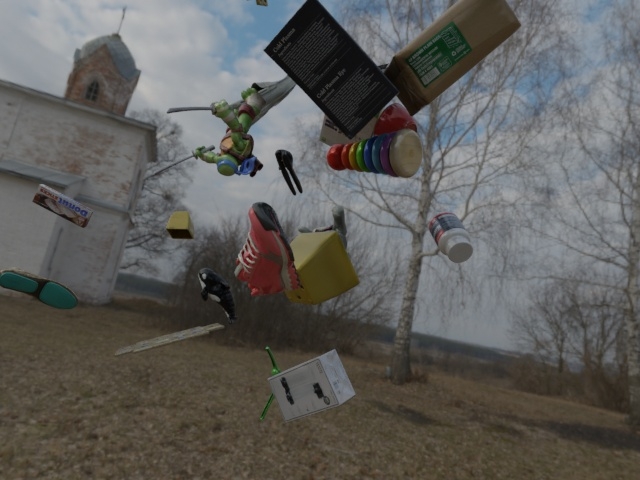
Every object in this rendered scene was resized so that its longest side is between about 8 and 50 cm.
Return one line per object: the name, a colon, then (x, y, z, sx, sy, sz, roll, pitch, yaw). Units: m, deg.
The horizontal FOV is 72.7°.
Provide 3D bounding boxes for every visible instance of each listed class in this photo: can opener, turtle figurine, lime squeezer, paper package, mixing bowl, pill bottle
can opener: (-0.110, -0.233, 1.504, 0.059, 0.073, 0.186, -8, -49, 12)
turtle figurine: (-0.263, -0.291, 1.111, 0.275, 0.266, 0.197, 10, -45, 7)
lime squeezer: (-0.207, 0.598, 1.869, 0.110, 0.310, 0.059, 2, 6, -35)
paper package: (0.364, -0.546, 1.274, 0.168, 0.325, 0.309, 51, 7, -6)
mixing bowl: (0.293, -0.408, 1.620, 0.098, 0.181, 0.181, 35, 6, 36)
pill bottle: (0.434, -0.010, 1.443, 0.108, 0.108, 0.180, 14, 30, -13)

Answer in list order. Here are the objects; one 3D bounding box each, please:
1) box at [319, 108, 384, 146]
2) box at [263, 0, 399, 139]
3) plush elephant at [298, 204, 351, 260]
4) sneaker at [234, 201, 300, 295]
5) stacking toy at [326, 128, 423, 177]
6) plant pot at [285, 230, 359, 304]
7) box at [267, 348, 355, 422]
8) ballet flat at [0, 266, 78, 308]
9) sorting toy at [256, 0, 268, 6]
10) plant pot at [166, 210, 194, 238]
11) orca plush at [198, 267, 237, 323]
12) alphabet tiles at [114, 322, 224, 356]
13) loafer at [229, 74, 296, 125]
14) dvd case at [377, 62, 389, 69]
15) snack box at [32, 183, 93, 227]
box: (0.129, -0.504, 1.833, 0.232, 0.058, 0.322, 31, -35, 10)
box: (0.037, -0.479, 1.218, 0.312, 0.179, 0.343, 42, 18, -14)
plush elephant: (0.000, 0.000, 2.224, 0.256, 0.271, 0.330, 5, -38, 29)
sneaker: (-0.131, 0.044, 0.972, 0.136, 0.116, 0.313, -21, -34, -8)
stacking toy: (0.143, -0.263, 1.355, 0.330, 0.141, 0.141, 7, -10, 45)
plant pot: (-0.031, 0.107, 1.501, 0.187, 0.212, 0.212, -37, 22, -34)
box: (-0.039, 0.497, 1.480, 0.290, 0.169, 0.087, -36, -16, 37)
ballet flat: (-0.768, 0.125, 1.192, 0.206, 0.073, 0.067, 39, -6, -36)
sorting toy: (-0.162, -0.602, 0.916, 0.046, 0.132, 0.274, 2, -1, 21)
plant pot: (-0.500, -0.059, 1.571, 0.081, 0.083, 0.081, 1, -27, 0)
orca plush: (-0.455, 0.244, 1.996, 0.151, 0.287, 0.102, -13, -14, -45)
alphabet tiles: (-0.508, 0.333, 1.479, 0.343, 0.011, 0.285, -12, -3, -22)
loafer: (-0.200, -0.535, 1.586, 0.111, 0.319, 0.112, 49, -32, -16)
dvd case: (0.211, -0.607, 1.577, 0.165, 0.018, 0.221, 0, 14, 30)
snack box: (-0.829, -0.110, 1.403, 0.178, 0.064, 0.022, 29, 8, -5)
